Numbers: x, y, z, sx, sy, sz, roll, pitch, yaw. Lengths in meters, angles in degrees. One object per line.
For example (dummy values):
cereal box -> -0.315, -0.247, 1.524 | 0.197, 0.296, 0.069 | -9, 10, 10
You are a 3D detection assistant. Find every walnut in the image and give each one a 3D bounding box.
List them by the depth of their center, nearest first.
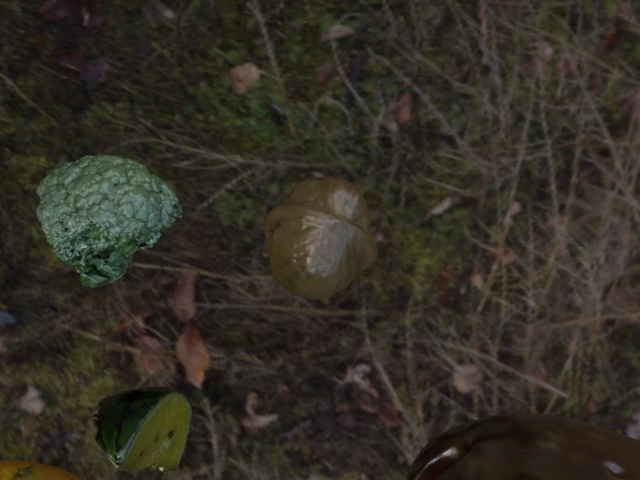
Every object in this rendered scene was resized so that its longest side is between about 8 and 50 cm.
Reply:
walnut -> 0.000, 0.000, 1.304 | 0.149, 0.166, 0.167 | 23, 92, -10

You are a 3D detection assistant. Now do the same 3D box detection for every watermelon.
watermelon -> -0.262, 0.286, 1.562 | 0.123, 0.301, 0.129 | -10, 77, 6

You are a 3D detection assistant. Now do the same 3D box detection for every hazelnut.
hazelnut -> 0.159, 0.215, 0.692 | 0.217, 0.251, 0.217 | -2, 111, -4

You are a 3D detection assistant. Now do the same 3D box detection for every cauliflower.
cauliflower -> -0.383, -0.024, 1.886 | 0.275, 0.272, 0.250 | 0, 112, -29

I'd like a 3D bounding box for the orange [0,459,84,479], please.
orange -> -0.323, 0.349, 1.082 | 0.246, 0.246, 0.246 | -10, 110, -30
